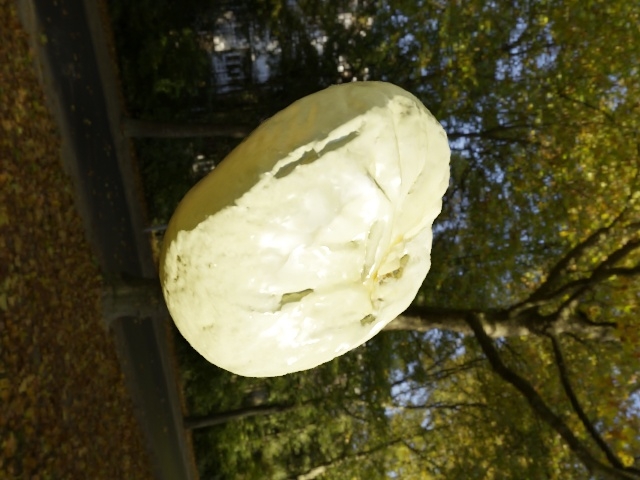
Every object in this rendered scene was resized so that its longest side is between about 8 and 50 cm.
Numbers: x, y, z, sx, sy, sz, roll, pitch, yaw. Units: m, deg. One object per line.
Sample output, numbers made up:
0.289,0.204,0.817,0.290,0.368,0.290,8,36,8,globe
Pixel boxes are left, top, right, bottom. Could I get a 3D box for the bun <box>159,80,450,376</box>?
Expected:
0.000,0.000,0.371,0.111,0.188,0.164,44,-9,31,bun
